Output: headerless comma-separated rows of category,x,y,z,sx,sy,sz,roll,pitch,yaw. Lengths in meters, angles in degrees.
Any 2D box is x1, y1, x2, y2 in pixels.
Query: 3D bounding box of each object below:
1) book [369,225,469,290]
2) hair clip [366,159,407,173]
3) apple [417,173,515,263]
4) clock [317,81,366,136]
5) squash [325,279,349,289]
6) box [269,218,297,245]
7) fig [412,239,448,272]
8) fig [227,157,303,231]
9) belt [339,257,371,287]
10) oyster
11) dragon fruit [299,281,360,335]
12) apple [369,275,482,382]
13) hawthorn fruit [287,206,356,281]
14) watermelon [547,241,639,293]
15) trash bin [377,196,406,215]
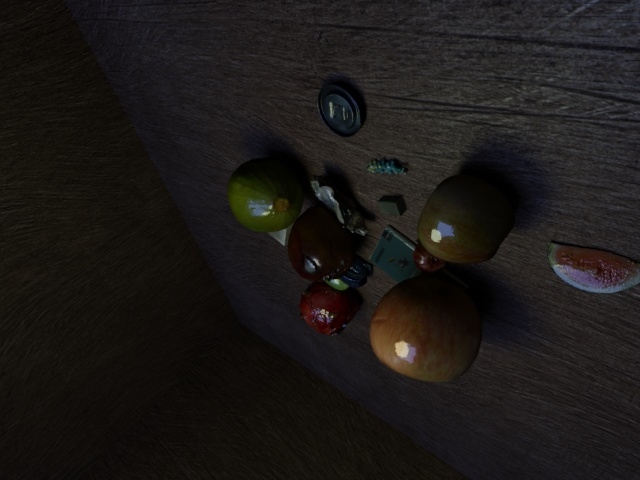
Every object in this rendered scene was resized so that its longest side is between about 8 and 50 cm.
book,0.380,0.124,1.657,0.379,0.031,0.264,38,149,14
hair clip,0.218,-0.250,1.399,0.173,0.049,0.049,15,138,45
apple,0.412,-0.052,1.171,0.234,0.257,0.257,33,149,18
clock,0.069,-0.433,1.358,0.184,0.040,0.184,33,149,24
squash,0.004,0.112,2.055,0.370,0.118,0.118,39,150,17
box,-0.228,-0.100,2.110,0.212,0.095,0.168,39,149,14
fig,0.381,0.053,1.472,0.150,0.128,0.128,1,128,51
fig,-0.227,-0.185,1.744,0.343,0.343,0.343,33,148,23
belt,0.123,0.133,1.915,0.218,0.122,0.128,36,160,21
oyster,0.070,-0.150,1.642,0.271,0.100,0.275,45,-175,-31
dragon fruit,0.044,0.348,2.129,0.301,0.296,0.296,18,142,21
apple,0.383,0.315,1.490,0.391,0.391,0.347,21,105,38
hawthorn fruit,0.006,0.018,1.745,0.308,0.308,0.325,4,92,51
watermelon,0.737,0.076,1.114,0.245,0.063,0.119,22,130,38
trash bin,0.258,-0.128,1.495,0.092,0.043,0.061,14,138,50
